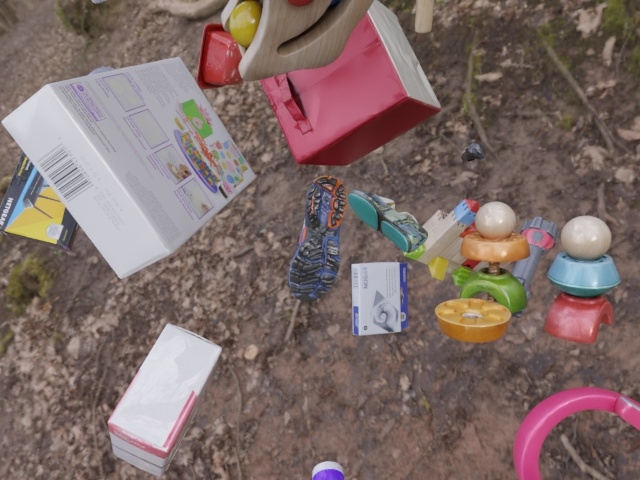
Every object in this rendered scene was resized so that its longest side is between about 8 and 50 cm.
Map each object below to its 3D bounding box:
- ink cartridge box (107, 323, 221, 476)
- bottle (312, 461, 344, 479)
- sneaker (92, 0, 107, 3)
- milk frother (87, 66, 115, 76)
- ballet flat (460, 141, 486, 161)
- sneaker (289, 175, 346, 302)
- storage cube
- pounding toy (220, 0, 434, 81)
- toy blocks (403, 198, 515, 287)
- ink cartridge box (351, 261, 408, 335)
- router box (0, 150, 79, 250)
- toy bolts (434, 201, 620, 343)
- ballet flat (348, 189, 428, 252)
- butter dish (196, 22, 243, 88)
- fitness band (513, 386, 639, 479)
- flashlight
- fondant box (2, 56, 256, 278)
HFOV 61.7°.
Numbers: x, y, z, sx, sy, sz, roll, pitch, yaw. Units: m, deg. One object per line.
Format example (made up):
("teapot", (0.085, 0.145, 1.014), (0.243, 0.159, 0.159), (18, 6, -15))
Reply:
("ink cartridge box", (-0.231, 0.243, 0.796), (0.092, 0.218, 0.158), (25, 54, 0))
("bottle", (0.024, 0.552, 1.006), (0.118, 0.092, 0.283), (7, 27, -6))
("sneaker", (-0.430, -0.529, 1.087), (0.118, 0.067, 0.042), (-18, 67, 9))
("milk frother", (-0.528, -0.380, 1.348), (0.143, 0.134, 0.129), (29, 67, 18))
("ballet flat", (0.402, -0.222, 1.403), (0.057, 0.049, 0.173), (-41, -6, 13))
("sneaker", (0.000, 0.000, 0.928), (0.083, 0.221, 0.087), (15, 5, -1))
("storage cube", (0.046, -0.241, 0.835), (0.193, 0.183, 0.215), (-27, -6, 28))
("pounding toy", (-0.006, -0.218, 0.427), (0.154, 0.154, 0.269), (-8, -21, -30))
("toy blocks", (0.479, -0.008, 1.670), (0.261, 0.381, 0.190), (-50, 32, 35))
("ink cartridge box", (0.201, 0.180, 1.684), (0.224, 0.223, 0.045), (-1, -1, -31))
("router box", (-0.516, -0.083, 1.018), (0.046, 0.133, 0.178), (139, 144, -69))
("toy bolts", (0.280, 0.040, 0.739), (0.229, 0.158, 0.218), (9, 18, 38))
("ballet flat", (0.128, -0.043, 1.000), (0.070, 0.070, 0.188), (-35, 52, -11))
("butter dish", (-0.224, -0.451, 1.347), (0.118, 0.160, 0.160), (20, 24, 13))
("fitness band", (0.417, 0.334, 0.764), (0.209, 0.291, 0.054), (-54, 3, 12))
("flashlight", (0.567, 0.075, 1.481), (0.103, 0.103, 0.304), (-22, 32, 59))
("fondant box", (-0.244, -0.126, 0.785), (0.096, 0.238, 0.330), (-26, 15, 24))
